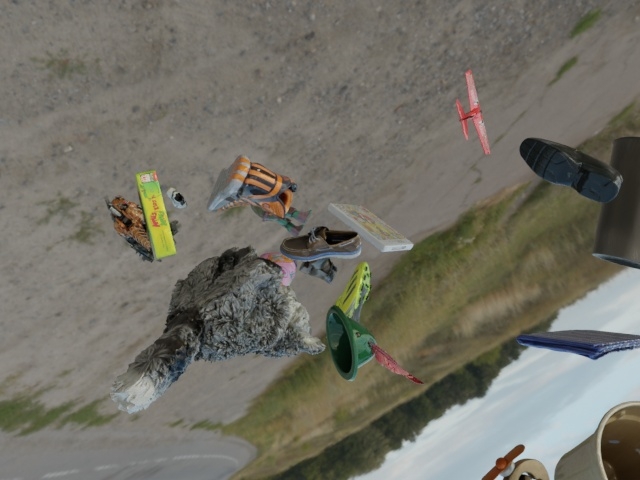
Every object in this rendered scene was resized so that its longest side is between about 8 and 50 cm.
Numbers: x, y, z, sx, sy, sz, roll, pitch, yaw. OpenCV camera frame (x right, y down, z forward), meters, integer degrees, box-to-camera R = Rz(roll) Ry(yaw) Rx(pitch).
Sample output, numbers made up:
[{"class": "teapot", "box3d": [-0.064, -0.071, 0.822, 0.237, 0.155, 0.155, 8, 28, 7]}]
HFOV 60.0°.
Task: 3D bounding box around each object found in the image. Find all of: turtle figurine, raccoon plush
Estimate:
[{"class": "turtle figurine", "box3d": [-0.151, -0.108, 1.748, 0.118, 0.234, 0.175, -58, -179, -26]}, {"class": "raccoon plush", "box3d": [-0.190, 0.226, 1.123, 0.216, 0.299, 0.446, 7, -137, 47]}]

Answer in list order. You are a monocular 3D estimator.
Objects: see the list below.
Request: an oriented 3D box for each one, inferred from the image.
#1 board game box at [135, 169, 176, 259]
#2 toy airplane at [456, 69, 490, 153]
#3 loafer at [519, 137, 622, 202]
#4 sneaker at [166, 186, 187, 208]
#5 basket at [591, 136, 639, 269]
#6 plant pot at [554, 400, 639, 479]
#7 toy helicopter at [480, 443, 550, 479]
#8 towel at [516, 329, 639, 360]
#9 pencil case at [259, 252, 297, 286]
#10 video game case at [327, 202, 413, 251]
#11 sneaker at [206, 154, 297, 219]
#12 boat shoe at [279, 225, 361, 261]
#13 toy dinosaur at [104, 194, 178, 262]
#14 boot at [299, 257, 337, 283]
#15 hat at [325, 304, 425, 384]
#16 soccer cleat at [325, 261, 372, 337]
[{"class": "board game box", "box3d": [-0.357, -0.052, 1.197, 0.043, 0.181, 0.092, -15, 180, -19]}, {"class": "toy airplane", "box3d": [0.259, -0.212, 0.948, 0.028, 0.151, 0.151, -12, 172, 26]}, {"class": "loafer", "box3d": [0.413, -0.124, 0.919, 0.061, 0.170, 0.062, -38, 156, -40]}, {"class": "sneaker", "box3d": [-0.368, -0.104, 1.445, 0.032, 0.037, 0.083, -55, 149, -13]}, {"class": "basket", "box3d": [0.636, -0.062, 1.093, 0.204, 0.154, 0.227, 16, 91, -30]}, {"class": "plant pot", "box3d": [0.795, 0.634, 1.465, 0.334, 0.334, 0.305, -23, 155, -26]}, {"class": "toy helicopter", "box3d": [0.581, 0.799, 1.741, 0.355, 0.235, 0.140, -19, 177, -26]}, {"class": "towel", "box3d": [0.742, 0.282, 1.540, 0.336, 0.040, 0.243, 3, 178, -34]}, {"class": "pencil case", "box3d": [-0.145, 0.159, 1.502, 0.124, 0.124, 0.284, -48, -163, 40]}, {"class": "video game case", "box3d": [0.155, -0.042, 1.694, 0.206, 0.227, 0.026, -2, 126, -58]}, {"class": "sneaker", "box3d": [-0.171, -0.106, 1.392, 0.180, 0.125, 0.321, 24, 168, -20]}, {"class": "boat shoe", "box3d": [0.000, 0.000, 1.235, 0.183, 0.066, 0.066, -3, 135, -4]}, {"class": "toy dinosaur", "box3d": [-0.575, -0.036, 1.722, 0.164, 0.322, 0.218, -36, 129, 14]}, {"class": "boot", "box3d": [0.019, 0.068, 1.639, 0.082, 0.106, 0.219, -63, -170, -20]}, {"class": "hat", "box3d": [0.129, 0.241, 1.346, 0.183, 0.208, 0.173, -10, -161, -20]}, {"class": "soccer cleat", "box3d": [0.090, 0.202, 1.826, 0.121, 0.289, 0.093, 8, 164, 29]}]
